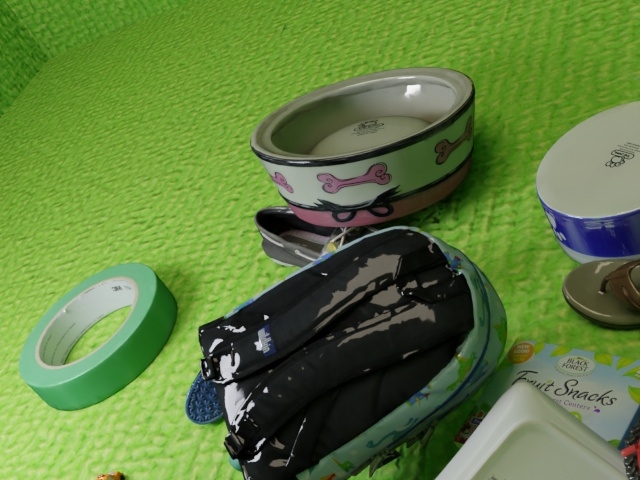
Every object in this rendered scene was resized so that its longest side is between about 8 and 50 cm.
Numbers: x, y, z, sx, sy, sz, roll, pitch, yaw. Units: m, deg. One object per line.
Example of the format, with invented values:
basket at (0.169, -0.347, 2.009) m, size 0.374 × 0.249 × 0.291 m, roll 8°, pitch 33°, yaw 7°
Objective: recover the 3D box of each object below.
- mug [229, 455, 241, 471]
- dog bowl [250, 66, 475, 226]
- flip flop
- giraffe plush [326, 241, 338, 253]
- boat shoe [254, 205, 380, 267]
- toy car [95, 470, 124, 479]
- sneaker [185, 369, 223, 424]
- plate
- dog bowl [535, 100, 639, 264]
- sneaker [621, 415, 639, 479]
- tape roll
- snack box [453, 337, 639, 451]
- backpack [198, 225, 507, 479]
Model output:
mug at (-0.067, 0.252, 1.405) m, size 0.157 × 0.097 × 0.130 m, roll -25°, pitch 67°, yaw 12°
dog bowl at (0.089, -0.167, 1.728) m, size 0.407 × 0.150 × 0.408 m, roll -14°, pitch 26°, yaw 7°
flip flop at (0.434, 0.065, 1.239) m, size 0.112 × 0.080 × 0.277 m, roll -46°, pitch 34°, yaw -20°
giraffe plush at (0.090, 0.064, 1.469) m, size 0.181 × 0.170 × 0.210 m, roll -5°, pitch 41°, yaw 38°
boat shoe at (0.000, 0.000, 1.710) m, size 0.335 × 0.095 × 0.112 m, roll 8°, pitch 50°, yaw 48°
toy car at (-0.313, 0.387, 1.522) m, size 0.122 × 0.040 × 0.060 m, roll -6°, pitch 41°, yaw 38°
sneaker at (-0.145, 0.202, 1.599) m, size 0.232 × 0.081 × 0.090 m, roll -54°, pitch 4°, yaw -13°
plate at (0.236, 0.313, 0.996) m, size 0.278 × 0.045 × 0.277 m, roll 36°, pitch 70°, yaw 26°
dog bowl at (0.454, -0.085, 1.404) m, size 0.264 × 0.104 × 0.265 m, roll -24°, pitch 32°, yaw 16°
sneaker at (0.401, 0.211, 1.007) m, size 0.104 × 0.125 × 0.262 m, roll -31°, pitch 11°, yaw 38°
tape roll at (-0.433, 0.181, 1.880) m, size 0.321 × 0.077 × 0.321 m, roll -24°, pitch 32°, yaw 17°
snack box at (0.294, 0.216, 1.172) m, size 0.207 × 0.070 × 0.174 m, roll 8°, pitch 51°, yaw 46°
backpack at (0.059, 0.138, 1.227) m, size 0.355 × 0.273 × 0.290 m, roll -45°, pitch 51°, yaw 23°
